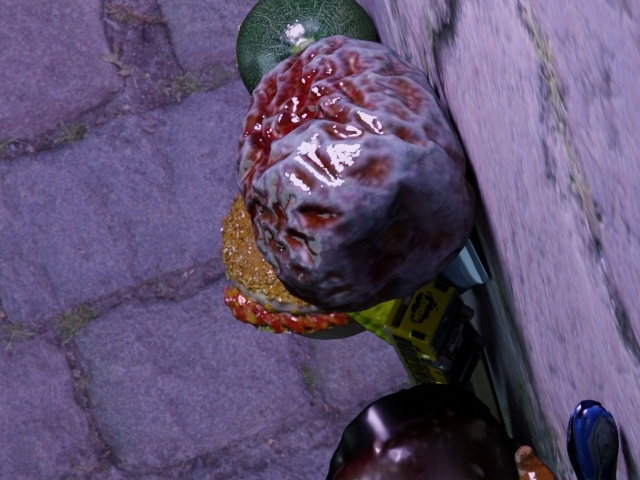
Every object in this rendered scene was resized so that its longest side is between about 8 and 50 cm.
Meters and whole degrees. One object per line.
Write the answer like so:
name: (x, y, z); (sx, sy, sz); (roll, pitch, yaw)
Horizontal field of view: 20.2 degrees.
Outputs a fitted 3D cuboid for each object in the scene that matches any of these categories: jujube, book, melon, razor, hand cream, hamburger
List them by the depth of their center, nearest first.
razor: (0.212, 0.225, 1.348); (0.056, 0.093, 0.324); (27, 148, 27)
jujube: (0.028, -0.067, 1.740); (0.317, 0.226, 0.226); (-112, 6, -57)
hand cream: (0.136, 0.022, 1.903); (0.271, 0.058, 0.091); (110, 138, -79)
book: (0.185, 0.170, 2.183); (0.228, 0.024, 0.160); (-116, 9, -82)
melon: (-0.016, -0.233, 2.243); (0.288, 0.182, 0.182); (-138, 31, -85)
hamburger: (0.000, 0.000, 2.478); (0.179, 0.276, 0.294); (59, -143, -56)

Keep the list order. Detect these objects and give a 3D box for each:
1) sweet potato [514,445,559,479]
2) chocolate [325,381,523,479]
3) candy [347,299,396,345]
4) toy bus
sweet potato: (0.213, 0.352, 1.538); (0.112, 0.112, 0.359); (99, 158, -87)
chocolate: (0.144, 0.327, 1.933); (0.210, 0.225, 0.340); (56, 168, 39)
candy: (0.100, 0.090, 2.320); (0.209, 0.096, 0.097); (41, 179, -1)
toy bus: (0.126, 0.112, 1.943); (0.081, 0.074, 0.226); (-66, -19, -13)
